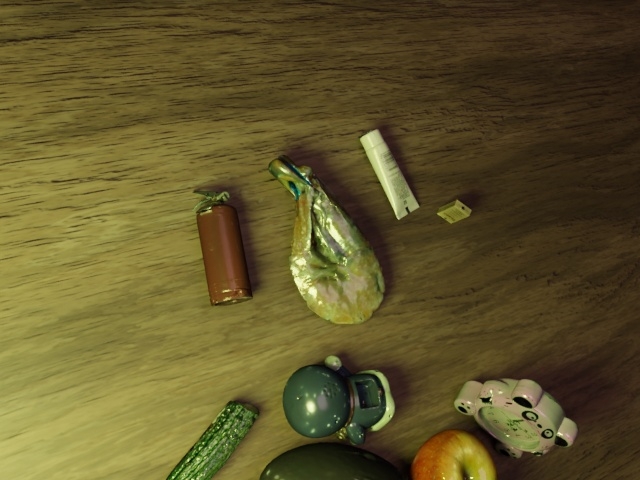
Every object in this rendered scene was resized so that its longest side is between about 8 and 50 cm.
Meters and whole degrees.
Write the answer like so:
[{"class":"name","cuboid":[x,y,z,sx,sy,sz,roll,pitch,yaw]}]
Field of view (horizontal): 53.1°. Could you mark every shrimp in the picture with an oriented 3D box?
[{"class":"shrimp","cuboid":[0.000,0.000,1.531,0.221,0.110,0.445,-30,93,-22]}]

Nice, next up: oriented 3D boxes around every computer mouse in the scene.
[{"class":"computer mouse","cuboid":[0.029,0.494,1.340,0.323,0.183,0.116,4,102,-27]}]

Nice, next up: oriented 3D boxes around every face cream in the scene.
[{"class":"face cream","cuboid":[0.182,-0.180,1.700,0.092,0.058,0.243,-30,95,-37]}]

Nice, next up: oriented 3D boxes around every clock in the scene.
[{"class":"clock","cuboid":[0.032,0.349,1.410,0.243,0.146,0.199,6,61,-30]},{"class":"clock","cuboid":[0.473,0.424,1.547,0.227,0.248,0.090,45,58,-8]}]

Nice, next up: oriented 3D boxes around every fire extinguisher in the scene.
[{"class":"fire extinguisher","cuboid":[-0.224,0.007,1.414,0.105,0.105,0.269,-7,78,-28]}]

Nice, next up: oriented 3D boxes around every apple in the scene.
[{"class":"apple","cuboid":[0.298,0.556,1.466,0.210,0.173,0.235,43,52,-4]}]

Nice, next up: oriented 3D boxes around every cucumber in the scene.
[{"class":"cucumber","cuboid":[-0.221,0.429,1.298,0.077,0.077,0.265,44,63,-9]}]

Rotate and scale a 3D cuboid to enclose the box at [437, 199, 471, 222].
[{"class":"box","cuboid":[0.363,-0.078,1.740,0.053,0.083,0.024,34,67,-15]}]
